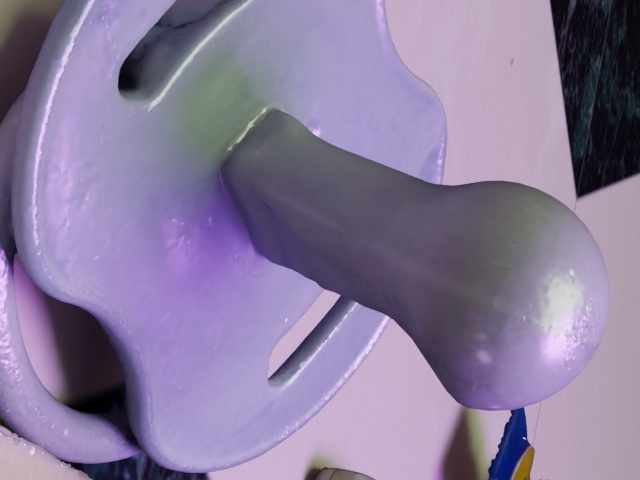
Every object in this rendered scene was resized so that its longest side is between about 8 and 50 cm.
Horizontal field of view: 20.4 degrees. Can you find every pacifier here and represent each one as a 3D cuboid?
[{"bbox_3d":[0.000,0.000,0.670,0.238,0.225,0.287,-50,143,-25],"label":"pacifier"}]

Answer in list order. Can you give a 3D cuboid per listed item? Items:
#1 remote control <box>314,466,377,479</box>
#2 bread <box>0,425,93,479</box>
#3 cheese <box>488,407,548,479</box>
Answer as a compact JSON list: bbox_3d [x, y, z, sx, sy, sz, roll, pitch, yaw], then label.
[{"bbox_3d":[-0.001,0.243,0.966,0.098,0.038,0.234,52,48,-59],"label":"remote control"},{"bbox_3d":[-0.112,0.114,0.669,0.154,0.028,0.068,48,51,-61],"label":"bread"},{"bbox_3d":[0.142,0.235,1.277,0.177,0.069,0.270,-64,150,-42],"label":"cheese"}]
